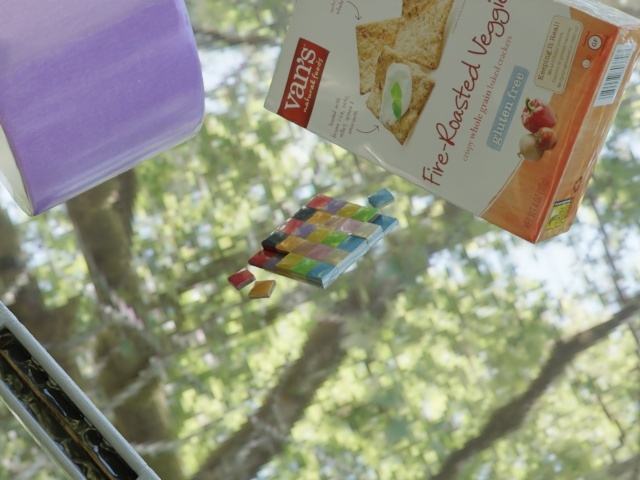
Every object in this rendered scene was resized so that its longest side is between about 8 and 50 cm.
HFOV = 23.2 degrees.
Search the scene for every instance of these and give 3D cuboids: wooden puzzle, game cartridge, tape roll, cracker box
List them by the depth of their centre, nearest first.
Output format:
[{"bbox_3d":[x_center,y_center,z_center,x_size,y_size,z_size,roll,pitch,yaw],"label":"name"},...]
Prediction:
[{"bbox_3d":[0.000,0.000,0.680,0.049,0.083,0.006,16,-43,44],"label":"wooden puzzle"},{"bbox_3d":[-0.154,-0.151,0.701,0.275,0.090,0.275,58,-14,23],"label":"tape roll"},{"bbox_3d":[0.087,-0.118,1.069,0.232,0.067,0.156,28,-68,25],"label":"cracker box"},{"bbox_3d":[-0.184,0.177,1.260,0.297,0.062,0.198,42,-19,30],"label":"game cartridge"}]
